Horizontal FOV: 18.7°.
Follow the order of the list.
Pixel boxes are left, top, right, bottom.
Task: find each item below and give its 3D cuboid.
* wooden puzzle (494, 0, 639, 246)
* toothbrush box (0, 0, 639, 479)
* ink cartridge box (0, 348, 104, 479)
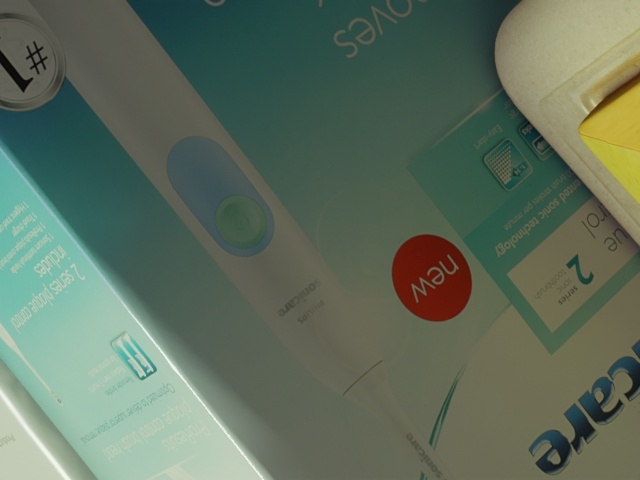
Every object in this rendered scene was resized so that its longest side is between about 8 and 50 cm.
[{"bbox_3d":[0.179,-0.017,0.610,0.238,0.044,0.221,52,144,-1],"label":"wooden puzzle"},{"bbox_3d":[0.000,0.000,0.721,0.295,0.216,0.126,53,150,-3],"label":"toothbrush box"},{"bbox_3d":[-0.020,0.084,0.833,0.307,0.223,0.129,53,148,-4],"label":"ink cartridge box"}]
